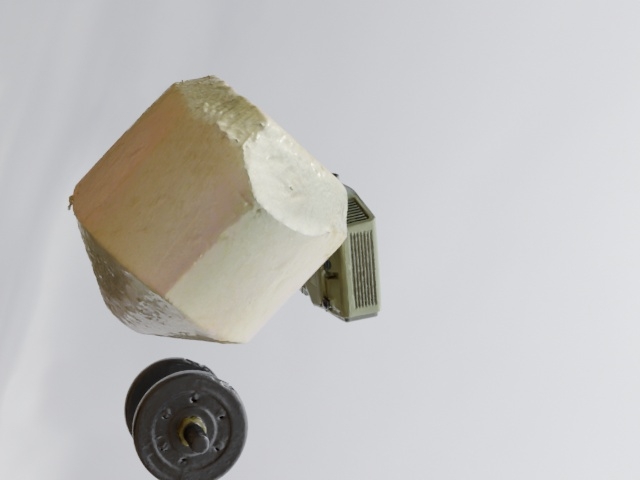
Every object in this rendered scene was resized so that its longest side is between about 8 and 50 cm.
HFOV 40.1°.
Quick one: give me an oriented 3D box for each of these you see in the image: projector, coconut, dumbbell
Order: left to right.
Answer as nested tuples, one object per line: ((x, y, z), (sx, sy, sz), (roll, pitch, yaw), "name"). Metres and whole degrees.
((-0.180, 0.232, 1.150), (0.325, 0.143, 0.143), (177, -72, -73), "dumbbell")
((-0.116, -0.015, 0.854), (0.244, 0.239, 0.239), (-49, -151, 0), "coconut")
((0.000, 0.000, 1.303), (0.269, 0.088, 0.193), (-152, -125, -66), "projector")
